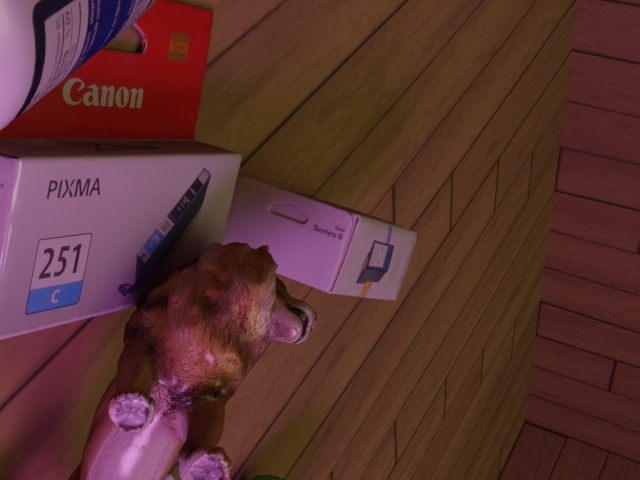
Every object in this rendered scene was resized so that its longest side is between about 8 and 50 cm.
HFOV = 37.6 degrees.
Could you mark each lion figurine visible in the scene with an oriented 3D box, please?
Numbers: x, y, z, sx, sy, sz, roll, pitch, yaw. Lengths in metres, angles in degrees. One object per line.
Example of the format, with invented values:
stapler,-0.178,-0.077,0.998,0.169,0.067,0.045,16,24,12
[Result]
lion figurine,-0.156,0.181,0.790,0.392,0.142,0.240,-52,-166,11

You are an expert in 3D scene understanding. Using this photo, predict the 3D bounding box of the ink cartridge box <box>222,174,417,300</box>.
ink cartridge box,0.000,0.000,1.070,0.212,0.154,0.093,17,92,-67

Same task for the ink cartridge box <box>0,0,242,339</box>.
ink cartridge box,-0.166,-0.072,0.772,0.296,0.066,0.261,-13,119,-63

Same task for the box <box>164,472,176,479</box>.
box,-0.202,0.308,0.920,0.170,0.091,0.130,-61,153,-25

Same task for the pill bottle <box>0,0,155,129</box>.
pill bottle,-0.193,-0.139,0.495,0.264,0.153,0.153,-63,158,-53

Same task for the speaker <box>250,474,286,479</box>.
speaker,-0.115,0.437,1.156,0.296,0.131,0.131,-52,149,-39
